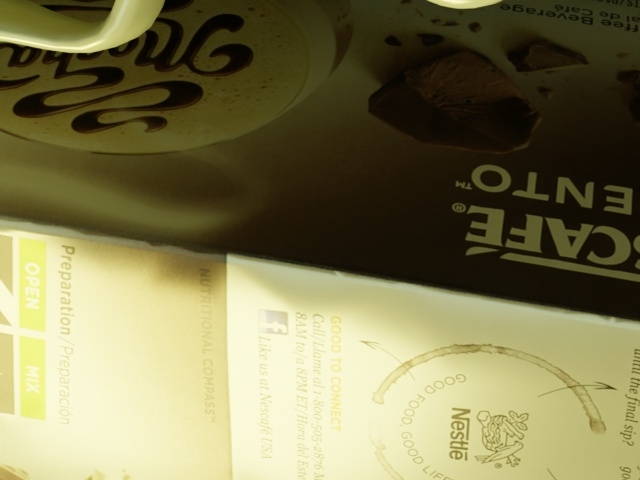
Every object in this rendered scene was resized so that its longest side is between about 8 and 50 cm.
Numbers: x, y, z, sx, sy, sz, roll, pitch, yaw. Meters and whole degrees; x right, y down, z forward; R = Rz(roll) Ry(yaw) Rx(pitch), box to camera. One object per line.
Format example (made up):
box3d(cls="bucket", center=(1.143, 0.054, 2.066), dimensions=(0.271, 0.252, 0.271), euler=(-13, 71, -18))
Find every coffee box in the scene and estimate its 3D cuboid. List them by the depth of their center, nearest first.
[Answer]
box3d(cls="coffee box", center=(0.000, 0.000, 0.579), dimensions=(0.297, 0.168, 0.119), euler=(10, 129, 4))

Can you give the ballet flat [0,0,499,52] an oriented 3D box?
box3d(cls="ballet flat", center=(-0.033, -0.138, 0.469), dimensions=(0.482, 0.164, 0.182), euler=(-1, 90, 14))
